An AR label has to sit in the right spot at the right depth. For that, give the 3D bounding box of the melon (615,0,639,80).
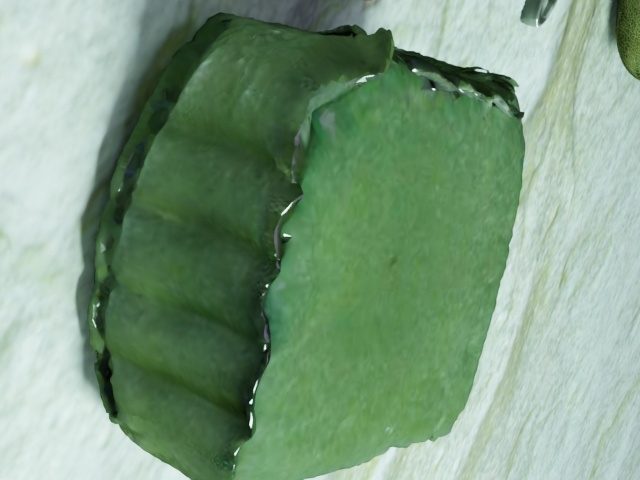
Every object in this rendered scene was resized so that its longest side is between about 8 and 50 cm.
[{"bbox_3d":[0.301,-0.209,1.098,0.099,0.099,0.162,11,97,-63],"label":"melon"}]

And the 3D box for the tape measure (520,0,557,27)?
[{"bbox_3d":[0.120,-0.239,0.737,0.178,0.105,0.196,-43,142,-42],"label":"tape measure"}]

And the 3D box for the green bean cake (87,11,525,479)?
[{"bbox_3d":[0.000,0.000,0.642,0.227,0.125,0.222,-7,114,-58],"label":"green bean cake"}]
